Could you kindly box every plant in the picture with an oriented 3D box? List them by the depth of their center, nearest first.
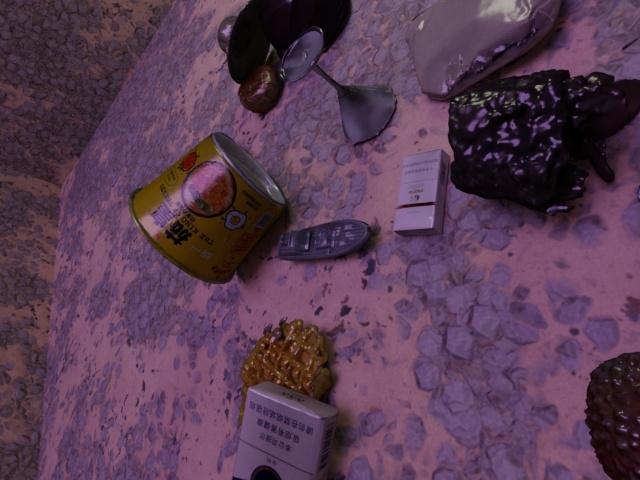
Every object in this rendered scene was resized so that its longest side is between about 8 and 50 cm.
[{"bbox_3d":[0.304,-0.142,0.592,0.234,0.204,0.178,9,118,34],"label":"plant"}]

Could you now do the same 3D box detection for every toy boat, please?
[{"bbox_3d":[0.000,0.000,0.898,0.261,0.085,0.078,-10,65,42],"label":"toy boat"}]

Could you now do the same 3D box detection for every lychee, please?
[{"bbox_3d":[0.354,0.195,0.404,0.165,0.165,0.197,-55,32,12],"label":"lychee"}]

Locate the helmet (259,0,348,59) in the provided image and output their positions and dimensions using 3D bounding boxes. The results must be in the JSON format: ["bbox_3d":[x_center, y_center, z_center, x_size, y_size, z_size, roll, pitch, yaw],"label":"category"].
[{"bbox_3d":[-0.077,-0.645,1.193,0.306,0.177,0.224,9,81,45],"label":"helmet"}]

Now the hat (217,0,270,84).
[{"bbox_3d":[-0.251,-0.614,1.284,0.110,0.252,0.251,25,91,11],"label":"hat"}]

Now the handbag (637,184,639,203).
[{"bbox_3d":[0.438,-0.002,0.418,0.179,0.062,0.229,129,148,-60],"label":"handbag"}]

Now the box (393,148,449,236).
[{"bbox_3d":[0.186,-0.087,0.784,0.084,0.040,0.154,-3,72,42],"label":"box"}]

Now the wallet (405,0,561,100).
[{"bbox_3d":[0.304,-0.420,0.800,0.335,0.068,0.274,-22,54,45],"label":"wallet"}]

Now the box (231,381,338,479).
[{"bbox_3d":[-0.072,0.404,0.752,0.168,0.071,0.259,9,88,29],"label":"box"}]

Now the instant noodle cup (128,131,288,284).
[{"bbox_3d":[-0.254,-0.091,1.047,0.254,0.326,0.325,-42,47,11],"label":"instant noodle cup"}]

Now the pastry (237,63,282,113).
[{"bbox_3d":[-0.183,-0.461,1.285,0.153,0.081,0.153,-24,53,36],"label":"pastry"}]

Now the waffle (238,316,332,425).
[{"bbox_3d":[-0.079,0.300,0.870,0.281,0.060,0.262,-32,56,34],"label":"waffle"}]

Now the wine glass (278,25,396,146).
[{"bbox_3d":[0.035,-0.324,0.896,0.156,0.232,0.156,-20,59,38],"label":"wine glass"}]
